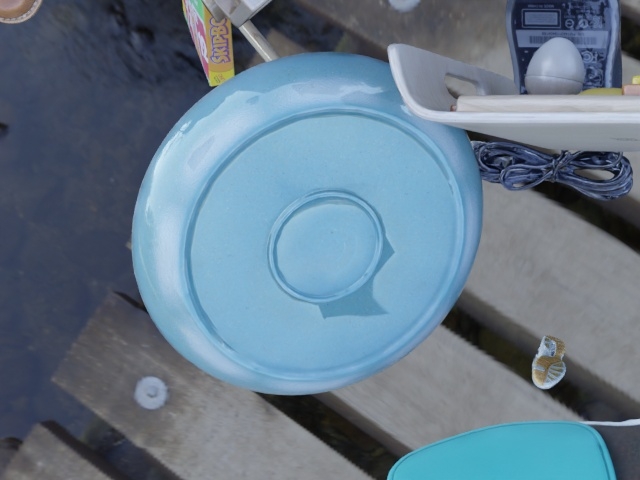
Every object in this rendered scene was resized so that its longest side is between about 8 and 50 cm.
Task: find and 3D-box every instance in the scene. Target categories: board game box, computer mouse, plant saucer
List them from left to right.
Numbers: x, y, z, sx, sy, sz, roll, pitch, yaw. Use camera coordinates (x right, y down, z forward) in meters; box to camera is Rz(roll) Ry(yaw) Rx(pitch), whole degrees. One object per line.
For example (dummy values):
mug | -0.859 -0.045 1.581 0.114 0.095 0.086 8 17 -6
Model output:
board game box | -0.121 -0.291 1.174 0.039 0.259 0.124 -12 53 -13
plant saucer | 0.000 0.000 0.990 0.317 0.044 0.318 -6 113 -14
computer mouse | 0.259 -0.184 1.262 0.188 0.072 0.272 10 122 19

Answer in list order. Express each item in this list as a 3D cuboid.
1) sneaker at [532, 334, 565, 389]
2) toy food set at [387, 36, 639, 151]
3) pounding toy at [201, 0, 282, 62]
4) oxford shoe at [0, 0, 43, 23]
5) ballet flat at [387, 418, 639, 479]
sneaker | 0.228 0.132 1.169 0.031 0.083 0.037 23 121 9
toy food set | 0.236 -0.122 0.886 0.306 0.219 0.093 4 90 34
pounding toy | -0.056 -0.234 0.960 0.094 0.206 0.181 -41 100 -4
oxford shoe | -0.242 -0.258 0.831 0.076 0.076 0.212 -7 111 -6
ballet flat | 0.253 0.210 0.941 0.400 0.139 0.139 -15 78 11
